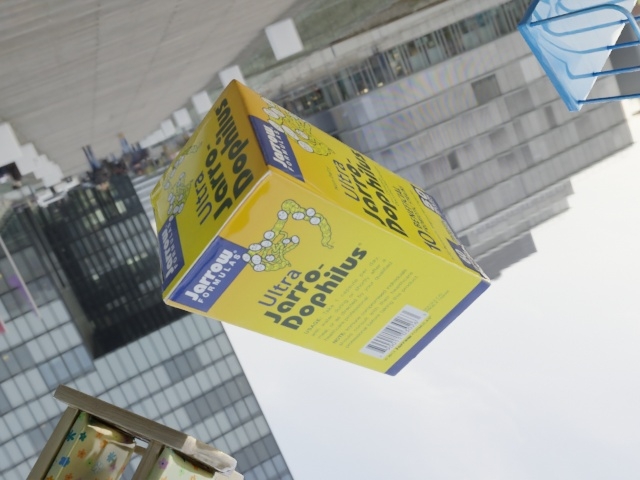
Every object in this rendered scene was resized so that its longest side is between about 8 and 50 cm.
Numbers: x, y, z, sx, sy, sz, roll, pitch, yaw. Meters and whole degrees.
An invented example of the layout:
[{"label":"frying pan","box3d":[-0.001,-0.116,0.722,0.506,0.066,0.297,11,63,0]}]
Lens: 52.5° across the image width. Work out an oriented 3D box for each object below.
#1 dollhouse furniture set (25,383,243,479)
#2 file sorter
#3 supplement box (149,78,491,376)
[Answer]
[{"label":"dollhouse furniture set","box3d":[-0.107,0.202,0.355,0.101,0.161,0.182,11,-117,27]},{"label":"file sorter","box3d":[0.293,-0.232,0.627,0.104,0.118,0.170,7,-121,54]},{"label":"supplement box","box3d":[0.000,0.000,0.797,0.195,0.356,0.194,-49,-141,22]}]
